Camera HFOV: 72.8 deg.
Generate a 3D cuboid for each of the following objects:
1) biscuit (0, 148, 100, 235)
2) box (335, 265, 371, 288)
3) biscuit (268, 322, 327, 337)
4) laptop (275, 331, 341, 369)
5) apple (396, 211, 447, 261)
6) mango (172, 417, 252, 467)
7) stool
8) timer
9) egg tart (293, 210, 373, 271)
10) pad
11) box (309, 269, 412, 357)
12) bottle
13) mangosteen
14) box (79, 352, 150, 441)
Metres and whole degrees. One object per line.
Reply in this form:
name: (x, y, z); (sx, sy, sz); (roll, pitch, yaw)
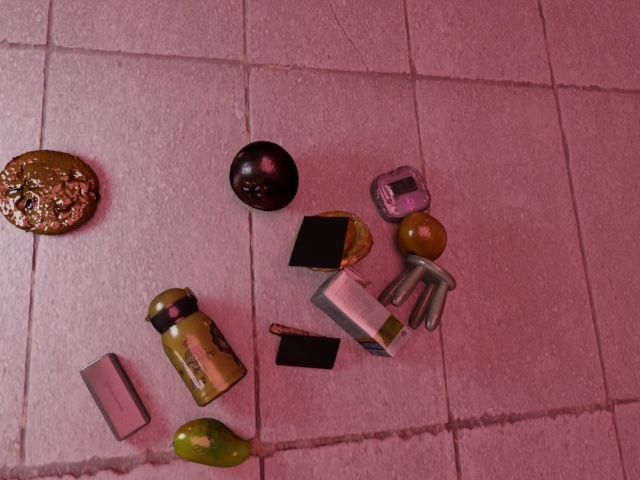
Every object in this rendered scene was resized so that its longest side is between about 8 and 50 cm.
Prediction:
biscuit: (-0.846, -0.153, 1.346); (0.295, 0.075, 0.296); (2, 79, -12)
box: (0.106, 0.131, 1.493); (0.122, 0.089, 0.062); (36, 85, -3)
biscuit: (-0.072, 0.311, 1.426); (0.198, 0.064, 0.035); (17, 71, -10)
laptop: (-0.041, 0.359, 1.412); (0.197, 0.016, 0.135); (9, 115, -12)
apple: (0.354, -0.007, 1.529); (0.182, 0.182, 0.155); (31, 81, -5)
mango: (-0.318, 0.601, 1.291); (0.232, 0.111, 0.126); (14, 81, -10)
stool: (0.330, 0.178, 1.474); (0.195, 0.195, 0.199); (37, 75, -3)
timer: (0.300, -0.174, 1.605); (0.208, 0.069, 0.191); (-23, 82, -15)
egg tart: (0.039, 0.014, 1.462); (0.290, 0.107, 0.291); (-4, 42, 4)
pad: (0.000, 0.000, 1.401); (0.163, 0.004, 0.243); (2, 43, 12)
box: (0.124, 0.242, 1.412); (0.299, 0.200, 0.106); (41, 72, -2)
bottle: (-0.382, 0.303, 1.304); (0.171, 0.171, 0.351); (-33, 88, -16)
mangosteen: (-0.171, -0.228, 1.451); (0.235, 0.235, 0.261); (34, 40, -4)
box: (-0.606, 0.460, 1.284); (0.103, 0.055, 0.244); (-30, 86, -16)
